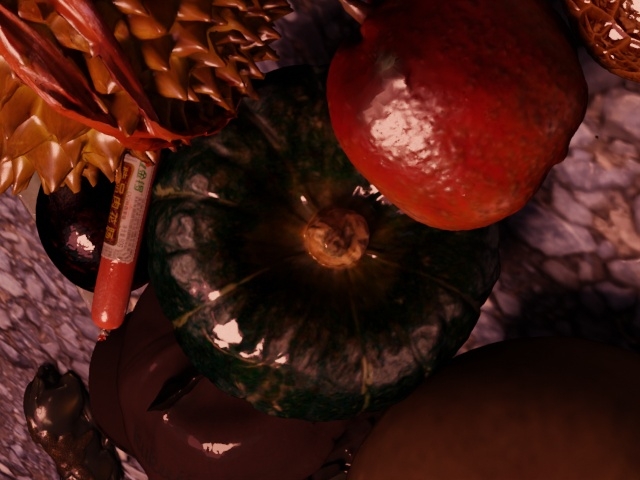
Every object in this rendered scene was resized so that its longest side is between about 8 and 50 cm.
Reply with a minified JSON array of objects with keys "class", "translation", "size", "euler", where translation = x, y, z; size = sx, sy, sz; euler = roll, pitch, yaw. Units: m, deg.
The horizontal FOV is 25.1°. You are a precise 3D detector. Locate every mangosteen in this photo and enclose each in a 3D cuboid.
[{"class":"mangosteen","translation":[-0.175,-0.026,1.260],"size":[0.151,0.137,0.137],"euler":[-22,113,25]}]

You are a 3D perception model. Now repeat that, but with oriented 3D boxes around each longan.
[{"class":"longan","translation":[0.157,0.193,1.035],"size":[0.300,0.300,0.243],"euler":[-19,107,50]}]

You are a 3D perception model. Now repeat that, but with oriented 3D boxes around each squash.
[{"class":"squash","translation":[0.000,0.000,1.013],"size":[0.252,0.252,0.165],"euler":[42,164,-1]}]

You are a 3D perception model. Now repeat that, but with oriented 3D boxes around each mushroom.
[{"class":"mushroom","translation":[0.185,-0.142,0.838],"size":[0.109,0.085,0.126],"euler":[14,152,26]}]

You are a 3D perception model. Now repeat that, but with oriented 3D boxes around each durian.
[{"class":"durian","translation":[-0.170,-0.201,0.885],"size":[0.347,0.347,0.384],"euler":[47,141,-8]}]

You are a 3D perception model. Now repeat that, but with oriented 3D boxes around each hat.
[{"class":"hat","translation":[-0.096,0.072,1.202],"size":[0.336,0.238,0.209],"euler":[19,142,42]}]

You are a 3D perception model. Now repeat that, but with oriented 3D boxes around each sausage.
[{"class":"sausage","translation":[-0.154,-0.038,1.190],"size":[0.034,0.034,0.253],"euler":[16,98,30]}]

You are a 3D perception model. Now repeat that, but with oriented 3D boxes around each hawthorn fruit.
[{"class":"hawthorn fruit","translation":[0.067,-0.100,0.875],"size":[0.194,0.157,0.157],"euler":[36,146,-18]}]

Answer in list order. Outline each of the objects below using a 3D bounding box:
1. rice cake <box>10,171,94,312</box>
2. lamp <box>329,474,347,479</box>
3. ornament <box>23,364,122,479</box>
[{"class":"rice cake","translation":[-0.232,-0.032,1.342],"size":[0.042,0.080,0.222],"euler":[32,153,60]},{"class":"lamp","translation":[-0.037,0.224,1.262],"size":[0.266,0.269,0.047],"euler":[-16,108,49]},{"class":"ornament","translation":[-0.323,0.284,1.612],"size":[0.080,0.236,0.202],"euler":[6,132,31]}]
